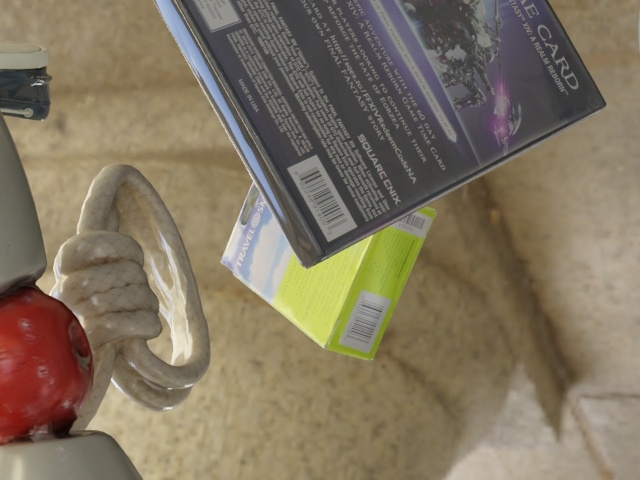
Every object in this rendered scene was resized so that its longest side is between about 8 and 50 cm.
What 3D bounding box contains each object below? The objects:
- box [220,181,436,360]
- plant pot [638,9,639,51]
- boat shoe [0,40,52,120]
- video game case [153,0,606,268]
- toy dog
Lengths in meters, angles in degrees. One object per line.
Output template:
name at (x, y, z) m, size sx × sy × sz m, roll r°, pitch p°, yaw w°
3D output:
box at (0.000, 0.000, 0.993) m, size 0.042 × 0.109 × 0.178 m, roll 20°, pitch -173°, yaw -30°
plant pot at (0.384, -0.191, 1.036) m, size 0.293 × 0.293 × 0.235 m, roll 6°, pitch 167°, yaw 9°
boat shoe at (-0.377, -0.141, 1.357) m, size 0.255 × 0.079 × 0.095 m, roll -5°, pitch -163°, yaw -18°
video game case at (0.042, -0.120, 0.885) m, size 0.026 × 0.274 × 0.196 m, roll -32°, pitch 87°, yaw 50°
toy dog at (-0.113, 0.114, 0.432) m, size 0.161 × 0.333 × 0.220 m, roll -24°, pitch 154°, yaw 10°
